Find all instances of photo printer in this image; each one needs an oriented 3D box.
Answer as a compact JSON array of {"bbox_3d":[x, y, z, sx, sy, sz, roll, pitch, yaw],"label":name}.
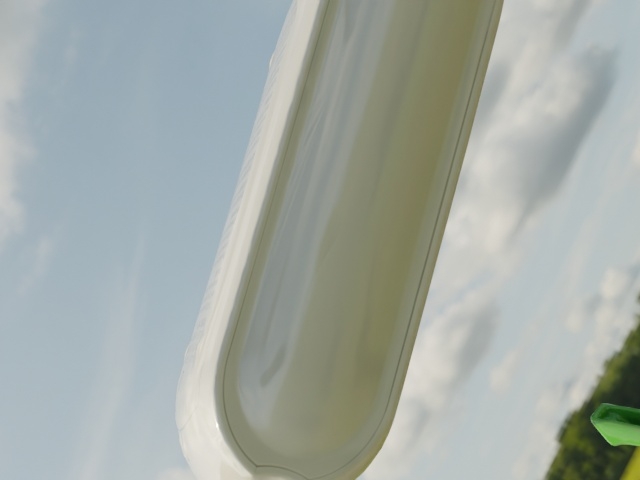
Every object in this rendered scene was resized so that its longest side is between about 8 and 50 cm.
[{"bbox_3d":[0.000,0.000,0.753,0.256,0.107,0.307,142,144,-79],"label":"photo printer"}]

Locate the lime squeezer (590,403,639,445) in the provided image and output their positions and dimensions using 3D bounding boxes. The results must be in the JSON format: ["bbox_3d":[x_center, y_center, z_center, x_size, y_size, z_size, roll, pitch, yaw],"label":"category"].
[{"bbox_3d":[0.248,0.065,0.510,0.059,0.110,0.310,-21,-9,-38],"label":"lime squeezer"}]
